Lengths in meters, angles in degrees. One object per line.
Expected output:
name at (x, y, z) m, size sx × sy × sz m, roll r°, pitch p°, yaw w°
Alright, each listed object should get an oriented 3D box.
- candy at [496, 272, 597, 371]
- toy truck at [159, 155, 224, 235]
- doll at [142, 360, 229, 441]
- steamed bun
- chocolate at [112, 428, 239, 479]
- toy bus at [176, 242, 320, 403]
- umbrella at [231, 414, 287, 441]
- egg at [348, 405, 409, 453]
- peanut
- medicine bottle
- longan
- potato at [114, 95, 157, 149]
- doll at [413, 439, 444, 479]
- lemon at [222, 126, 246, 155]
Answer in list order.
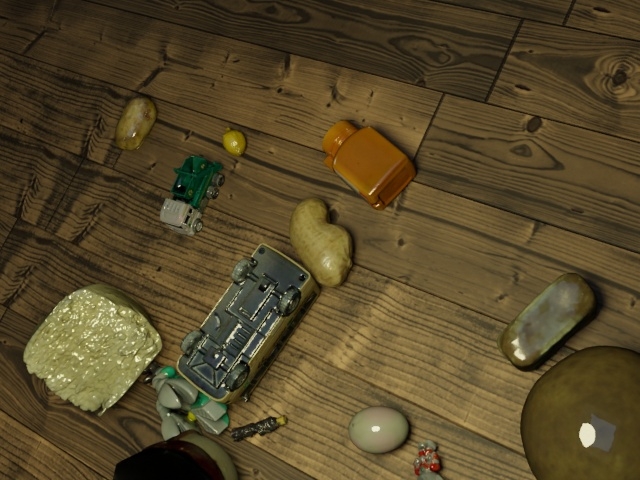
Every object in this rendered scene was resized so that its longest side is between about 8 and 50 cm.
candy at (0.484, 0.176, 1.563) m, size 0.234 × 0.104 × 0.102 m, roll -42°, pitch 61°, yaw 3°
toy truck at (-0.357, -0.131, 1.992) m, size 0.110 × 0.116 × 0.216 m, roll 17°, pitch 78°, yaw 25°
doll at (-0.343, 0.407, 1.795) m, size 0.258 × 0.195 × 0.153 m, roll 0°, pitch 33°, yaw 48°
steamed bun at (-0.584, 0.236, 1.841) m, size 0.290 × 0.272 × 0.273 m, roll -37°, pitch 32°, yaw -2°
chocolate at (-0.312, 0.554, 1.668) m, size 0.283 × 0.186 × 0.284 m, roll 4°, pitch 108°, yaw 13°
toy bus at (-0.164, 0.207, 1.751) m, size 0.176 × 0.202 × 0.365 m, roll 33°, pitch 83°, yaw 21°
umbrella at (-0.147, 0.446, 1.747) m, size 0.143 × 0.037 × 0.040 m, roll -21°, pitch 52°, yaw 16°
egg at (0.127, 0.416, 1.615) m, size 0.134 × 0.103 × 0.103 m, roll -8°, pitch 69°, yaw 15°
peanut at (0.000, 0.000, 1.808) m, size 0.137 × 0.122 × 0.253 m, roll -32°, pitch 58°, yaw -3°
medicine bottle at (0.112, -0.199, 1.837) m, size 0.149 × 0.112 × 0.222 m, roll -46°, pitch 62°, yaw 1°
longan at (0.528, 0.358, 1.375) m, size 0.318 × 0.319 × 0.319 m, roll -7°, pitch 69°, yaw 19°
potato at (-0.543, -0.346, 2.162) m, size 0.107 × 0.080 × 0.171 m, roll 10°, pitch 72°, yaw 32°
doll at (0.235, 0.517, 1.560) m, size 0.094 × 0.079 × 0.180 m, roll -34°, pitch 52°, yaw 39°
lemon at (-0.238, -0.272, 2.027) m, size 0.065 × 0.065 × 0.092 m, roll -32°, pitch 72°, yaw 8°
